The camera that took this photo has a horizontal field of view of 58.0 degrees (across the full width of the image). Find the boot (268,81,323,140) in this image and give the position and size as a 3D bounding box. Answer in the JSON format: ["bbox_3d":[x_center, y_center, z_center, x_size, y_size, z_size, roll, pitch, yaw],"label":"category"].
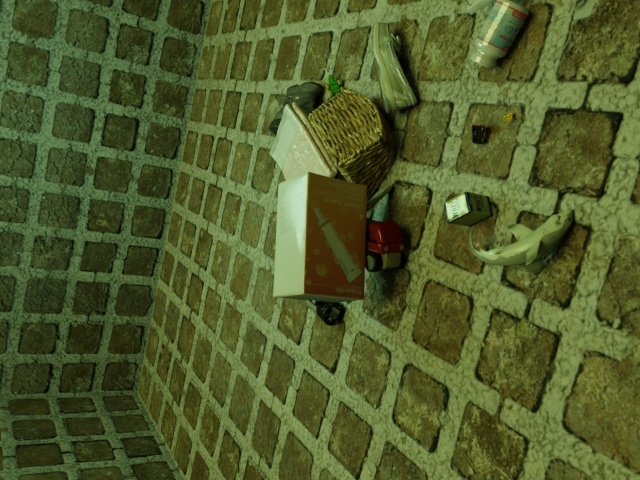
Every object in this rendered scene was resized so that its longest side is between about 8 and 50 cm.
[{"bbox_3d":[-0.039,-0.499,2.163,0.339,0.118,0.222,12,71,37],"label":"boot"}]

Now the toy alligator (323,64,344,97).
[{"bbox_3d":[0.048,-0.564,2.110,0.051,0.056,0.189,73,179,-56],"label":"toy alligator"}]

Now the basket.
[{"bbox_3d":[0.132,-0.324,1.893,0.214,0.223,0.299,-33,49,9],"label":"basket"}]

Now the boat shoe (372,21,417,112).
[{"bbox_3d":[0.225,-0.545,1.797,0.118,0.103,0.320,62,-160,-64],"label":"boat shoe"}]

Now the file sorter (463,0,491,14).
[{"bbox_3d":[0.431,-0.734,1.391,0.278,0.173,0.192,-22,41,54],"label":"file sorter"}]

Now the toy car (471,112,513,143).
[{"bbox_3d":[0.444,-0.287,1.477,0.122,0.060,0.040,-8,32,39],"label":"toy car"}]

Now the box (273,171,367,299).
[{"bbox_3d":[0.000,0.000,1.686,0.168,0.215,0.344,-13,72,54],"label":"box"}]

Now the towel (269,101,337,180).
[{"bbox_3d":[-0.072,-0.282,2.075,0.316,0.054,0.332,61,155,14],"label":"towel"}]

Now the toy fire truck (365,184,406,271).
[{"bbox_3d":[0.171,-0.043,1.752,0.217,0.159,0.246,14,106,57],"label":"toy fire truck"}]

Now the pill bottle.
[{"bbox_3d":[0.447,-0.520,1.455,0.087,0.087,0.160,55,129,46],"label":"pill bottle"}]

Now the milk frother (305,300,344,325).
[{"bbox_3d":[0.027,0.192,1.963,0.143,0.129,0.135,-39,35,-12],"label":"milk frother"}]

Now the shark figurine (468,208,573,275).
[{"bbox_3d":[0.451,0.037,1.335,0.278,0.116,0.166,-18,35,46],"label":"shark figurine"}]

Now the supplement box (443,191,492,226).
[{"bbox_3d":[0.377,-0.079,1.475,0.083,0.083,0.056,-32,58,50],"label":"supplement box"}]
